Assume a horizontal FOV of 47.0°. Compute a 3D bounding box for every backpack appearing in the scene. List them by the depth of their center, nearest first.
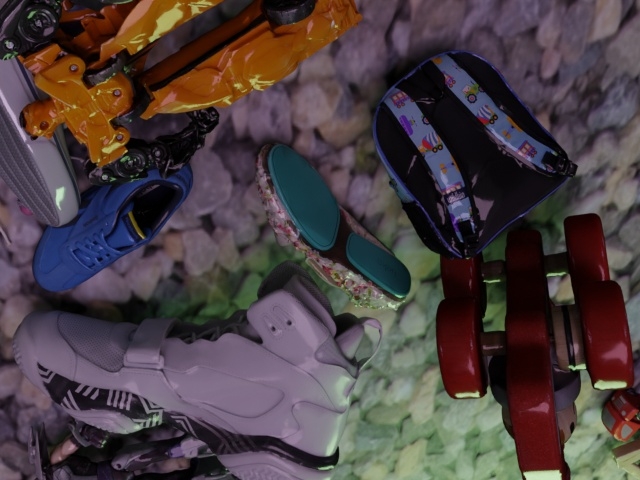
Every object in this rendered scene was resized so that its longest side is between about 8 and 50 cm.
[{"bbox_3d":[0.131,-0.087,0.721,0.158,0.117,0.173,-39,93,-4],"label":"backpack"}]

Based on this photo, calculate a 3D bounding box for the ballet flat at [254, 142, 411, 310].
[{"bbox_3d":[0.000,0.000,0.774,0.077,0.091,0.241,-21,124,40],"label":"ballet flat"}]

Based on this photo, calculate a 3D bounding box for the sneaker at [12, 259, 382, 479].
[{"bbox_3d":[-0.118,0.105,0.768,0.366,0.137,0.210,24,102,-5],"label":"sneaker"}]

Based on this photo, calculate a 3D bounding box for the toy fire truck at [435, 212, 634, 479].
[{"bbox_3d":[0.229,0.130,0.775,0.169,0.302,0.254,-9,119,18],"label":"toy fire truck"}]

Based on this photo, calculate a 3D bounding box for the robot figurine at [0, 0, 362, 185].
[{"bbox_3d":[-0.112,-0.170,0.590,0.291,0.085,0.211,-33,139,-9],"label":"robot figurine"}]

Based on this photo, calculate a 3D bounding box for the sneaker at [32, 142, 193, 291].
[{"bbox_3d":[-0.209,-0.011,0.720,0.209,0.082,0.069,-38,122,13],"label":"sneaker"}]

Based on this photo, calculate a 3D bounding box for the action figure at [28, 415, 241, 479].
[{"bbox_3d":[-0.228,0.277,0.869,0.285,0.099,0.185,-12,105,-14],"label":"action figure"}]

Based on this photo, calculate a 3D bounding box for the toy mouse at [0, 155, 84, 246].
[{"bbox_3d":[-0.309,-0.048,0.704,0.161,0.031,0.143,2,120,-13],"label":"toy mouse"}]

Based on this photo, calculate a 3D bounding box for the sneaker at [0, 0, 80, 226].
[{"bbox_3d":[-0.247,-0.134,0.625,0.091,0.094,0.258,-39,132,-37],"label":"sneaker"}]

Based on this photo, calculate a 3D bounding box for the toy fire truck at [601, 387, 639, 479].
[{"bbox_3d":[0.467,0.293,1.061,0.192,0.047,0.135,20,115,-21],"label":"toy fire truck"}]
